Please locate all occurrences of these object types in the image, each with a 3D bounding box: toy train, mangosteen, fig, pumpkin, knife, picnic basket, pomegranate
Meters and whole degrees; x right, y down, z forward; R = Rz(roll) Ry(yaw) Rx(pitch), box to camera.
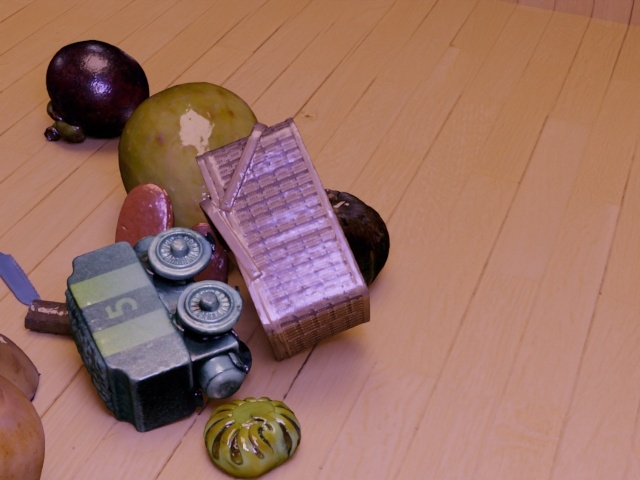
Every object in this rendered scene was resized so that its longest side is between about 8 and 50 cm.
[{"bbox_3d":[-0.236,0.117,1.841,0.238,0.167,0.299,-20,49,-19],"label":"toy train"},{"bbox_3d":[-0.447,-0.288,2.516,0.216,0.216,0.216,4,31,-2],"label":"mangosteen"},{"bbox_3d":[-0.215,-0.114,2.199,0.258,0.258,0.326,-3,50,-14],"label":"fig"},{"bbox_3d":[-0.001,-0.002,2.127,0.238,0.159,0.238,3,30,-2],"label":"pumpkin"},{"bbox_3d":[-0.535,0.033,2.131,0.044,0.019,0.313,-13,37,-32],"label":"knife"},{"bbox_3d":[-0.064,0.000,1.912,0.175,0.228,0.313,-22,75,-3],"label":"picnic basket"},{"bbox_3d":[-0.454,0.265,1.562,0.233,0.233,0.233,4,31,-2],"label":"pomegranate"}]

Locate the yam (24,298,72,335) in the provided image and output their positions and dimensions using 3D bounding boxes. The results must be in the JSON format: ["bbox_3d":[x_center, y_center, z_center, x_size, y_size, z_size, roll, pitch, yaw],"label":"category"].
[{"bbox_3d":[-0.387,0.122,1.968,0.132,0.054,0.054,7,31,4],"label":"yam"}]

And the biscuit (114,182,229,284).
[{"bbox_3d":[-0.239,0.004,2.064,0.192,0.186,0.036,7,1,7],"label":"biscuit"}]

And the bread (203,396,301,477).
[{"bbox_3d":[-0.092,0.265,1.756,0.139,0.071,0.130,-11,30,-25],"label":"bread"}]

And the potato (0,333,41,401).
[{"bbox_3d":[-0.545,0.183,1.790,0.239,0.116,0.299,24,34,37],"label":"potato"}]
